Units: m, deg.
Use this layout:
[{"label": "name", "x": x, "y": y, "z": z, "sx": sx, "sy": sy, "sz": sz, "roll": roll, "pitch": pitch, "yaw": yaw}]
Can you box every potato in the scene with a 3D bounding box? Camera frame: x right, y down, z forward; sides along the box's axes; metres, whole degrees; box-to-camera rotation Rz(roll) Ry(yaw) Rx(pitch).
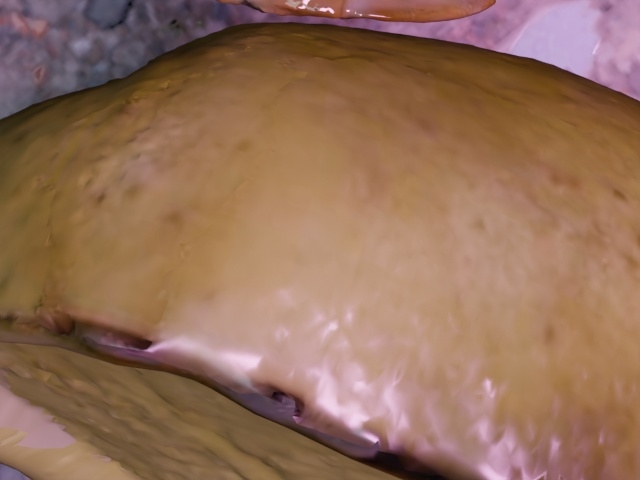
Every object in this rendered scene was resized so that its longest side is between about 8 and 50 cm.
[{"label": "potato", "x": 0.000, "y": 0.000, "z": 0.729, "sx": 0.280, "sy": 0.330, "sz": 0.213, "roll": 31, "pitch": 67, "yaw": -36}]

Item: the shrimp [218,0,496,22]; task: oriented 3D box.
[{"label": "shrimp", "x": 0.021, "y": -0.146, "z": 0.787, "sx": 0.173, "sy": 0.253, "sz": 0.058, "roll": 38, "pitch": 132, "yaw": 28}]
